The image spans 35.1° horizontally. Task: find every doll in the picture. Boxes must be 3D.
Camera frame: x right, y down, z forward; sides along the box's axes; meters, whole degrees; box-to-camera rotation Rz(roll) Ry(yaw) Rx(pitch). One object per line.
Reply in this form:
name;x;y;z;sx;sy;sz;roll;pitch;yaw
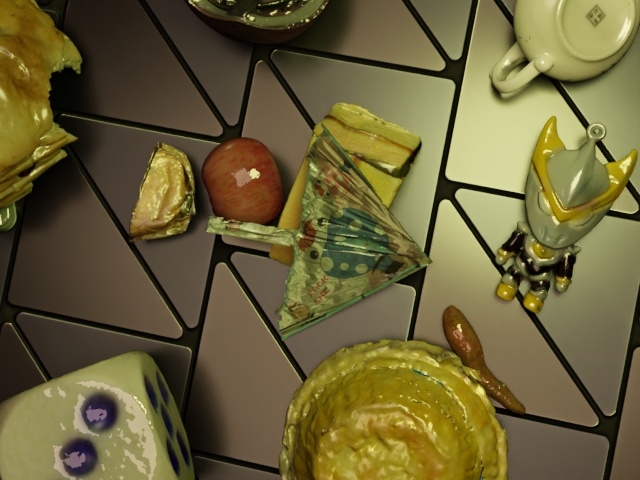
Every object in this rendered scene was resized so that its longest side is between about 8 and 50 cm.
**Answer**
doll;0.376;-0.044;1.623;0.145;0.103;0.316;29;103;30

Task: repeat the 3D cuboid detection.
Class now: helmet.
helmet;-0.127;-0.464;1.648;0.338;0.197;0.271;43;81;2

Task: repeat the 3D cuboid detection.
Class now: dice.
dice;-0.358;0.333;1.623;0.259;0.243;0.251;-21;85;2

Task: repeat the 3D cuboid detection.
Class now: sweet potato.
sweet potato;0.261;0.203;1.652;0.050;0.050;0.214;-33;88;4

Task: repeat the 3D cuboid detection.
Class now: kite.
kite;0.000;0.000;1.618;0.368;0.014;0.406;10;120;-4

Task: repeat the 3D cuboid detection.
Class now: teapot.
teapot;0.390;-0.351;1.618;0.299;0.166;0.208;-41;124;10

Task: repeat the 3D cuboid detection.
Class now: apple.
apple;-0.130;-0.093;1.657;0.120;0.153;0.153;-22;85;-12

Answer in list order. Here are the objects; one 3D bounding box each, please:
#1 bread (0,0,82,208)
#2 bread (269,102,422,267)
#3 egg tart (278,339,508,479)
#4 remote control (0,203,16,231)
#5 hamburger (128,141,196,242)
bread;-0.543;-0.230;1.657;0.370;0.191;0.314;-43;102;-29
bread;0.037;-0.075;1.694;0.167;0.163;0.264;27;122;4
egg tart;0.113;0.344;1.606;0.387;0.169;0.388;0;92;11
remote control;-0.617;-0.175;1.763;0.128;0.065;0.335;-10;86;3
hamburger;-0.254;-0.069;1.710;0.102;0.087;0.176;17;83;-4
